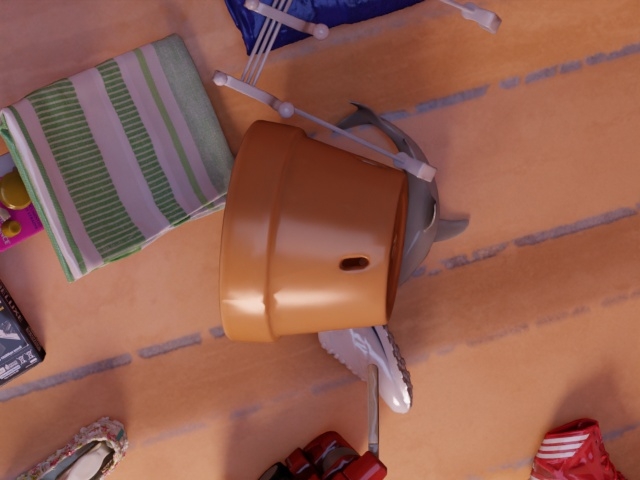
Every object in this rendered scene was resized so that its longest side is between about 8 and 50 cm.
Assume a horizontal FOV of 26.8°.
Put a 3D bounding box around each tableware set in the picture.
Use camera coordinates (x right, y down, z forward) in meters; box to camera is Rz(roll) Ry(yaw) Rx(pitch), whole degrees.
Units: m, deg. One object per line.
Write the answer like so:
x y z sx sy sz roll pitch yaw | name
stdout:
-0.348 -0.061 1.714 0.154 0.024 0.104 -42 108 -29 | tableware set

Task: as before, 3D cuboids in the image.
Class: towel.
0.004 -0.404 1.847 0.308 0.076 0.227 -18 104 -6 | towel
-0.249 -0.113 1.757 0.325 0.038 0.248 -31 101 -43 | towel

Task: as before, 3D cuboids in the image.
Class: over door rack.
0.045 -0.250 1.752 0.324 0.108 0.239 25 97 4 | over door rack

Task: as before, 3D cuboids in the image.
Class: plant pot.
0.000 0.000 1.745 0.203 0.291 0.290 8 94 8 | plant pot

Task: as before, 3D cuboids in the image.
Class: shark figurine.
0.127 -0.073 1.871 0.166 0.116 0.278 -14 99 -8 | shark figurine

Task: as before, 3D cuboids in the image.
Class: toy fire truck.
0.028 0.298 1.836 0.246 0.217 0.158 -44 99 -3 | toy fire truck

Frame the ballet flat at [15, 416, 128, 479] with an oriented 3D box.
-0.363 0.339 1.856 0.091 0.077 0.241 44 89 -10 | ballet flat

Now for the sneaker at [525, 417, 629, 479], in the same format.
0.420 0.336 1.961 0.221 0.087 0.128 16 94 -10 | sneaker

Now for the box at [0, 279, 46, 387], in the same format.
-0.565 0.137 1.810 0.307 0.076 0.242 -32 98 -4 | box

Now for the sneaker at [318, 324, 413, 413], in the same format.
0.054 0.145 1.900 0.095 0.090 0.235 -28 91 4 | sneaker

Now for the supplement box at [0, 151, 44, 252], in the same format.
-0.401 -0.058 1.759 0.220 0.114 0.111 -32 99 -31 | supplement box
